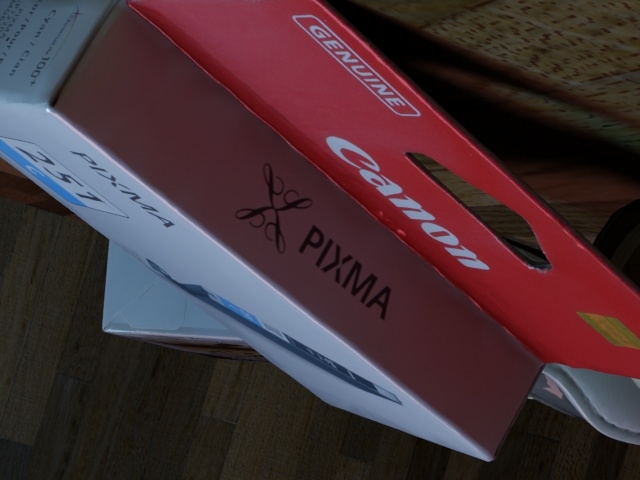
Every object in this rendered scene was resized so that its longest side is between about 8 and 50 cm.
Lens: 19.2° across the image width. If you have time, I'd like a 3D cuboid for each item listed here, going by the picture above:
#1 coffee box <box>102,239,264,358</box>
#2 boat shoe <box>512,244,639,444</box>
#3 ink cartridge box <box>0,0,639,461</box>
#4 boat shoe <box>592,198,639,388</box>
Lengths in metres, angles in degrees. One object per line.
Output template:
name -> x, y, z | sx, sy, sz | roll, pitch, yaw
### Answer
coffee box -> -0.060, 0.042, 1.658 | 0.168, 0.119, 0.297 | 3, 173, 14
boat shoe -> 0.167, 0.068, 1.405 | 0.305, 0.109, 0.091 | 26, 172, -31
ink cartridge box -> 0.000, 0.000, 0.822 | 0.296, 0.066, 0.261 | 39, 164, -33
boat shoe -> 0.185, 0.035, 0.950 | 0.095, 0.095, 0.257 | 40, -177, 38
